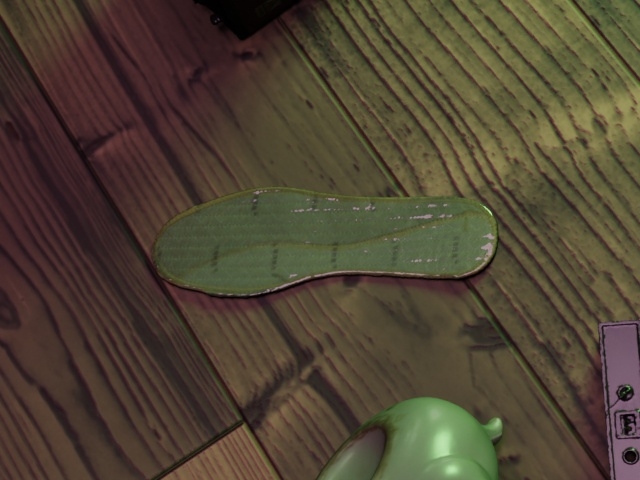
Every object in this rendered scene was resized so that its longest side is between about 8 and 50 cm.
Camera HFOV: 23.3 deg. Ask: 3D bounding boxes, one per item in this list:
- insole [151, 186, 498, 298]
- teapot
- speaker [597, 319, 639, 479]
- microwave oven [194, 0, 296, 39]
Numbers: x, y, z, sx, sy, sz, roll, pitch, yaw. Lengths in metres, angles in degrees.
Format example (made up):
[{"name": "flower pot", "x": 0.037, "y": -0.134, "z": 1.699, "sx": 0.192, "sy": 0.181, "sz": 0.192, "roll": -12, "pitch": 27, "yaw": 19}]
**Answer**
[{"name": "insole", "x": 0.000, "y": 0.000, "z": 1.520, "sx": 0.349, "sy": 0.009, "sz": 0.119, "roll": -1, "pitch": 69, "yaw": 13}, {"name": "teapot", "x": 0.096, "y": 0.241, "z": 1.268, "sx": 0.149, "sy": 0.318, "sz": 0.220, "roll": 37, "pitch": 87, "yaw": -15}, {"name": "speaker", "x": 0.272, "y": 0.167, "z": 1.372, "sx": 0.040, "sy": 0.046, "sz": 0.191, "roll": -5, "pitch": 68, "yaw": 12}, {"name": "microwave oven", "x": -0.091, "y": -0.348, "z": 1.550, "sx": 0.188, "sy": 0.247, "sz": 0.178, "roll": -34, "pitch": 68, "yaw": 0}]
